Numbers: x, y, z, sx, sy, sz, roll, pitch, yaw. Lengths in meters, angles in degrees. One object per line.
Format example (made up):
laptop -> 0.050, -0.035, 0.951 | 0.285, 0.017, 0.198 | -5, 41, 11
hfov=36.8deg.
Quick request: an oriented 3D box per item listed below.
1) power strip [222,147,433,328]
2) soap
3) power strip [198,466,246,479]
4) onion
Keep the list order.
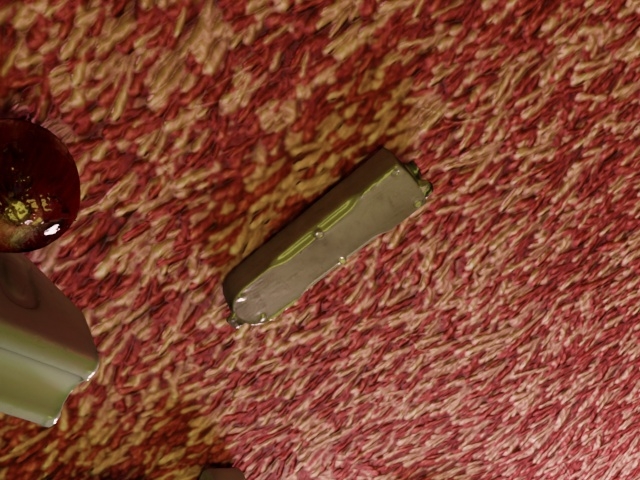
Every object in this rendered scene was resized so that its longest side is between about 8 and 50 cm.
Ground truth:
power strip -> 0.001, 0.002, 1.120 | 0.286, 0.048, 0.080 | -39, 132, 4
soap -> -0.354, 0.048, 0.869 | 0.095, 0.173, 0.289 | -48, 132, 12
power strip -> -0.196, 0.483, 1.359 | 0.062, 0.091, 0.385 | 10, 119, -33
onion -> -0.282, -0.049, 0.876 | 0.131, 0.131, 0.131 | -15, 131, -19
